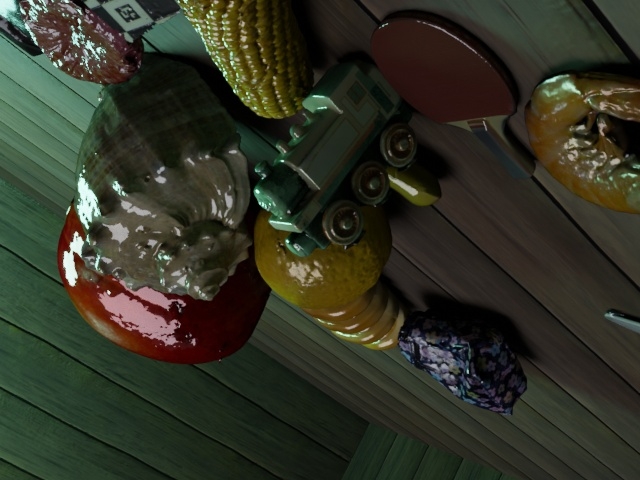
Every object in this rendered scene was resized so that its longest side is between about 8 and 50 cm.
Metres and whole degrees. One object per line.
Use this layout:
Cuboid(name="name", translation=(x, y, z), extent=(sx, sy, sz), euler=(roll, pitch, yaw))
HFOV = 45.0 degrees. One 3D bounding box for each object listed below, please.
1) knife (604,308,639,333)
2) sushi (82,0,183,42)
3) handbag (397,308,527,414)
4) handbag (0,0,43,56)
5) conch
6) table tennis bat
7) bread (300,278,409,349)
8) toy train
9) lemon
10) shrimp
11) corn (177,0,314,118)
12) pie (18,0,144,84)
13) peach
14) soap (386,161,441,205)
Cuboid(name="knife", translation=(0.498, 0.140, 0.906), extent=(0.336, 0.043, 0.081), euler=(21, 169, 48))
Cuboid(name="sushi", translation=(-0.196, -0.300, 0.725), extent=(0.192, 0.040, 0.210), euler=(-15, 140, 38))
Cuboid(name="handbag", translation=(0.241, 0.199, 1.334), extent=(0.208, 0.127, 0.229), euler=(24, 164, 42))
Cuboid(name="handbag", translation=(-0.353, -0.323, 0.888), extent=(0.223, 0.080, 0.247), euler=(0, 151, 42))
Cuboid(name="conch", translation=(-0.227, -0.080, 1.015), extent=(0.352, 0.210, 0.297), euler=(48, 135, 8))
Cuboid(name="table tennis bat", translation=(0.134, -0.131, 0.721), extent=(0.220, 0.019, 0.130), euler=(41, 160, -29))
Cuboid(name="bread", translation=(0.045, 0.106, 1.405), extent=(0.173, 0.121, 0.311), euler=(12, 157, 45))
Cuboid(name="toy train", translation=(0.013, -0.081, 0.773), extent=(0.125, 0.194, 0.081), euler=(45, 162, -25))
Cuboid(name="lemon", translation=(0.000, 0.000, 1.048), extent=(0.188, 0.188, 0.257), euler=(29, 168, 3))
Cuboid(name="shrimp", translation=(0.261, -0.072, 0.605), extent=(0.248, 0.068, 0.150), euler=(17, 155, 51))
Cuboid(name="corn", translation=(-0.070, -0.202, 0.712), extent=(0.106, 0.106, 0.293), euler=(24, 163, 20))
Cuboid(name="pie", translation=(-0.271, -0.232, 0.868), extent=(0.153, 0.038, 0.153), euler=(14, 154, 7))
Cuboid(name="peach", translation=(-0.254, 0.040, 1.306), extent=(0.370, 0.370, 0.370), euler=(27, 164, 9))
Cuboid(name="soap", translation=(0.076, -0.083, 0.885), extent=(0.140, 0.045, 0.089), euler=(27, -172, 2))
